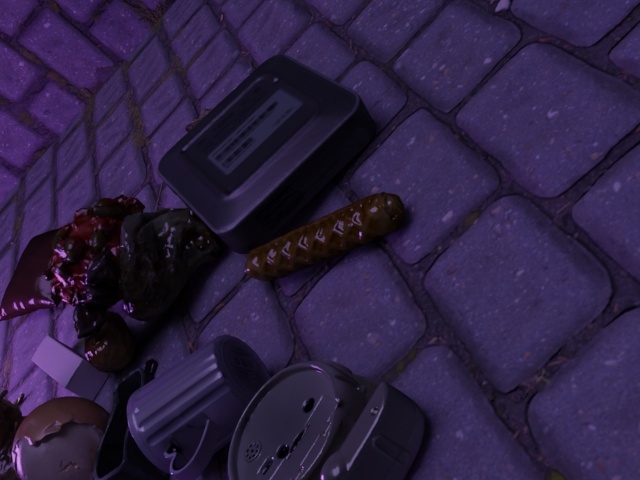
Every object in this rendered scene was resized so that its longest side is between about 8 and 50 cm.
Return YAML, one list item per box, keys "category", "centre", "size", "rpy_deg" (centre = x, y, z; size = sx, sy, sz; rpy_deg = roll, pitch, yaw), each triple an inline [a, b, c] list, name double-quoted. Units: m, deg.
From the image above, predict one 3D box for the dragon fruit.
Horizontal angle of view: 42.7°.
- category: "dragon fruit"
  centre: [-0.530, 0.030, 2.001]
  size: [0.303, 0.231, 0.237]
  rpy_deg: [-50, 17, -18]

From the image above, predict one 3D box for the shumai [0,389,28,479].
- category: "shumai"
  centre: [-0.738, 0.462, 1.791]
  size: [0.314, 0.262, 0.267]
  rpy_deg: [-38, 32, 24]

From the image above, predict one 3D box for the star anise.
- category: "star anise"
  centre: [-0.470, 0.107, 1.739]
  size: [0.212, 0.073, 0.197]
  rpy_deg: [-90, 17, -59]

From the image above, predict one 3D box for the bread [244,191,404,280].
- category: "bread"
  centre: [0.000, -0.001, 1.474]
  size: [0.367, 0.084, 0.077]
  rpy_deg: [-22, 81, 38]

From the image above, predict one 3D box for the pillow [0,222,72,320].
- category: "pillow"
  centre: [-0.827, 0.087, 2.451]
  size: [0.305, 0.108, 0.308]
  rpy_deg: [-15, 49, 39]

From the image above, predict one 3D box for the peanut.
- category: "peanut"
  centre: [-0.483, 0.226, 1.849]
  size: [0.110, 0.120, 0.236]
  rpy_deg: [-24, 19, -18]

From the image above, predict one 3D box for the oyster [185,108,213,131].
- category: "oyster"
  centre: [-0.243, -0.253, 2.009]
  size: [0.110, 0.166, 0.341]
  rpy_deg: [-41, 24, 13]

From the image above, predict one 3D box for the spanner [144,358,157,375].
- category: "spanner"
  centre: [-0.354, 0.320, 1.670]
  size: [0.046, 0.012, 0.209]
  rpy_deg: [-38, 33, 20]

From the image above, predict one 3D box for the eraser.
- category: "eraser"
  centre: [-0.602, 0.301, 1.955]
  size: [0.298, 0.078, 0.076]
  rpy_deg: [10, 66, 57]

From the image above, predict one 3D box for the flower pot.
- category: "flower pot"
  centre: [-0.330, 0.356, 1.508]
  size: [0.103, 0.108, 0.229]
  rpy_deg: [-30, 38, 32]

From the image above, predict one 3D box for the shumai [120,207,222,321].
- category: "shumai"
  centre: [-0.331, 0.065, 1.798]
  size: [0.225, 0.221, 0.261]
  rpy_deg: [-107, 25, -54]

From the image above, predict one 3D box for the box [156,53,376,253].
- category: "box"
  centre: [-0.127, -0.198, 1.722]
  size: [0.396, 0.111, 0.396]
  rpy_deg: [-44, 41, -6]

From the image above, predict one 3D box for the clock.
- category: "clock"
  centre: [-0.021, 0.293, 1.162]
  size: [0.265, 0.108, 0.324]
  rpy_deg: [-58, 31, -10]

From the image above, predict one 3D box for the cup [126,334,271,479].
- category: "cup"
  centre: [-0.185, 0.289, 1.353]
  size: [0.202, 0.167, 0.221]
  rpy_deg: [-38, 55, 17]

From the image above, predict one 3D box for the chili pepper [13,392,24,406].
- category: "chili pepper"
  centre: [-0.792, 0.434, 2.125]
  size: [0.030, 0.017, 0.083]
  rpy_deg: [3, 63, 53]

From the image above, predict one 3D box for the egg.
- category: "egg"
  centre: [-0.488, 0.399, 1.584]
  size: [0.201, 0.201, 0.244]
  rpy_deg: [-54, 19, -5]
